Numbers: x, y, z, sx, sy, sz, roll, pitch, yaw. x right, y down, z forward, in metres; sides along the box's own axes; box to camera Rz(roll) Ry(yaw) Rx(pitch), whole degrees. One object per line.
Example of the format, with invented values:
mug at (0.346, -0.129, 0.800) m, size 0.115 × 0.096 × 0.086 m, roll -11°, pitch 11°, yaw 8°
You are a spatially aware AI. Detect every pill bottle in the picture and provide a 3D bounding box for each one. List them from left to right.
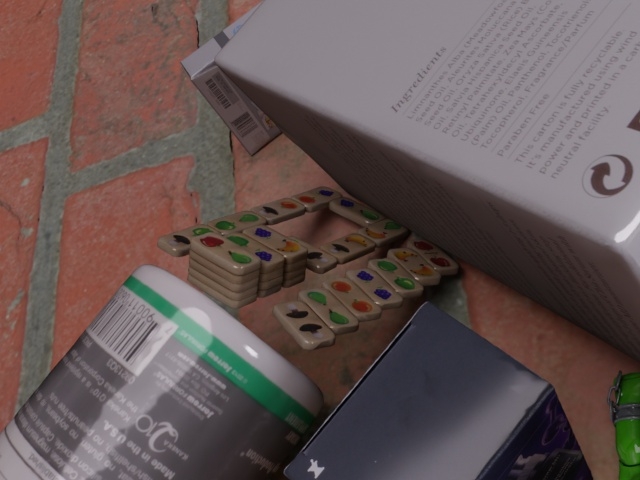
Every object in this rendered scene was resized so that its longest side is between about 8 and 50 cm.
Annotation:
pill bottle at (-0.179, 0.215, 0.696) m, size 0.204 × 0.204 × 0.361 m, roll 30°, pitch 77°, yaw 36°

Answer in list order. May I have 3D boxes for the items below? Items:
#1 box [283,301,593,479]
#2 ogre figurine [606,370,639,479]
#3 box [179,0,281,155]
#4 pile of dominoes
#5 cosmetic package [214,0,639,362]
box at (0.093, 0.166, 0.591) m, size 0.108 × 0.207 × 0.153 m, roll 34°, pitch 79°, yaw 37°
ogre figurine at (0.281, 0.156, 0.576) m, size 0.197 × 0.097 × 0.118 m, roll 9°, pitch 72°, yaw 37°
box at (-0.040, -0.196, 0.920) m, size 0.186 × 0.145 × 0.038 m, roll -36°, pitch 53°, yaw 3°
pile of dominoes at (0.000, 0.000, 0.743) m, size 0.196 × 0.040 × 0.251 m, roll 27°, pitch 31°, yaw 31°
cosmetic package at (0.134, -0.081, 0.649) m, size 0.161 × 0.230 × 0.453 m, roll -52°, pitch 41°, yaw -4°
